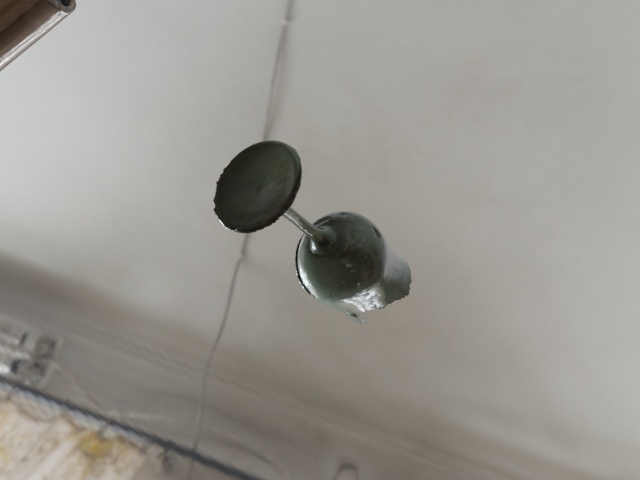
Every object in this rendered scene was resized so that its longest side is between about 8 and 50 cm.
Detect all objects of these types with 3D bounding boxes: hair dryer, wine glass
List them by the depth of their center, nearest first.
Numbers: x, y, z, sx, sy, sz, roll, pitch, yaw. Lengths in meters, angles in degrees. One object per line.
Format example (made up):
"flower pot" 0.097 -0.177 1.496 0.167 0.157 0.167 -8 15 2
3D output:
"wine glass" 0.000 0.000 0.946 0.079 0.079 0.195 -13 -31 27
"hair dryer" -0.310 -0.131 0.999 0.195 0.220 0.054 -34 -70 20
